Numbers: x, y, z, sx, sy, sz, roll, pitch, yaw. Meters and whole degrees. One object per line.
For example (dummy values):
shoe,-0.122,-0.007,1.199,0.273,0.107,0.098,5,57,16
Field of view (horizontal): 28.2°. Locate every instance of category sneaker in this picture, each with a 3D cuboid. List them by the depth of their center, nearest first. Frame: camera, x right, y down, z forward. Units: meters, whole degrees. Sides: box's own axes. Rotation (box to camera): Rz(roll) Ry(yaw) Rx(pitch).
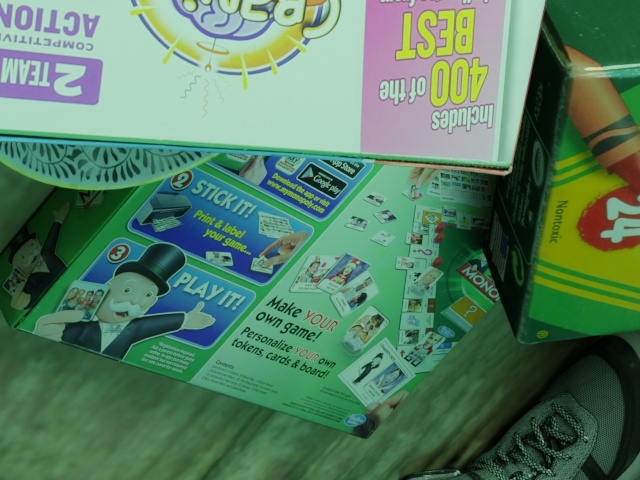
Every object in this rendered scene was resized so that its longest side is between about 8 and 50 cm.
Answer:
sneaker,0.160,0.182,1.002,0.153,0.101,0.269,0,129,-39

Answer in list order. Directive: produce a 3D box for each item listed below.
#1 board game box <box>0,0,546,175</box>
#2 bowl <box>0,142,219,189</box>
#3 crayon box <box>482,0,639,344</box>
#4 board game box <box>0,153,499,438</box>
board game box,-0.008,-0.185,0.410,0.242,0.064,0.317,1,105,-40
bowl,-0.081,-0.111,0.514,0.170,0.080,0.170,-23,141,-20
crayon box,0.261,-0.053,0.699,0.318,0.081,0.202,-8,136,-7
board game box,0.000,0.000,0.726,0.213,0.046,0.317,-48,142,12
